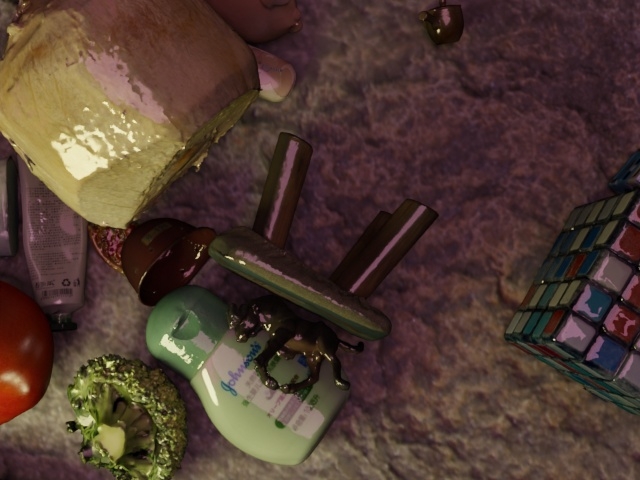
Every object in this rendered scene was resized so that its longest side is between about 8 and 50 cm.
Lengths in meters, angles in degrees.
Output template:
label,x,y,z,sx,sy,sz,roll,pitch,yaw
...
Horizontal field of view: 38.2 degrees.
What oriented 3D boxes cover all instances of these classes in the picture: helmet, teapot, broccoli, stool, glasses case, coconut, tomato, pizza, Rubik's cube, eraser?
label,x,y,z,sx,sy,sz,roll,pitch,yaw
helmet,-0.268,0.015,1.564,0.175,0.155,0.106,-39,67,-21
teapot,0.201,-0.385,1.637,0.085,0.110,0.080,-2,103,39
broccoli,-0.314,0.309,1.516,0.198,0.176,0.226,-4,68,15
stool,0.000,0.000,1.491,0.311,0.310,0.226,27,84,-4
glasses case,-0.143,-0.308,1.626,0.204,0.051,0.081,20,87,-3
coconut,-0.325,-0.251,1.449,0.405,0.404,0.404,0,86,-4
tomato,-0.567,0.172,1.472,0.299,0.298,0.226,-9,55,-4
pizza,-0.357,0.000,1.594,0.099,0.029,0.100,25,83,-15
Rubik's cube,0.522,0.115,1.529,0.292,0.287,0.293,33,84,-2
eraser,-0.633,-0.052,1.563,0.227,0.081,0.173,-3,83,-3

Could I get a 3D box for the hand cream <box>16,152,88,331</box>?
label,x,y,z,sx,sy,sz,roll,pitch,yaw
hand cream,-0.453,-0.012,1.588,0.121,0.076,0.335,-4,80,-9

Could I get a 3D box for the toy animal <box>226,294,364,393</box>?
label,x,y,z,sx,sy,sz,roll,pitch,yaw
toy animal,-0.037,0.162,1.465,0.233,0.084,0.148,15,57,-10

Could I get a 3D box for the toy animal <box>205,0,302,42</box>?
label,x,y,z,sx,sy,sz,roll,pitch,yaw
toy animal,-0.163,-0.508,1.543,0.345,0.277,0.246,23,72,1

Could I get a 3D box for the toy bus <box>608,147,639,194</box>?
label,x,y,z,sx,sy,sz,roll,pitch,yaw
toy bus,0.661,-0.041,1.626,0.297,0.131,0.106,41,85,0

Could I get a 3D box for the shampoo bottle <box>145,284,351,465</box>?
label,x,y,z,sx,sy,sz,roll,pitch,yaw
shampoo bottle,-0.133,0.210,1.547,0.350,0.151,0.221,36,82,0
